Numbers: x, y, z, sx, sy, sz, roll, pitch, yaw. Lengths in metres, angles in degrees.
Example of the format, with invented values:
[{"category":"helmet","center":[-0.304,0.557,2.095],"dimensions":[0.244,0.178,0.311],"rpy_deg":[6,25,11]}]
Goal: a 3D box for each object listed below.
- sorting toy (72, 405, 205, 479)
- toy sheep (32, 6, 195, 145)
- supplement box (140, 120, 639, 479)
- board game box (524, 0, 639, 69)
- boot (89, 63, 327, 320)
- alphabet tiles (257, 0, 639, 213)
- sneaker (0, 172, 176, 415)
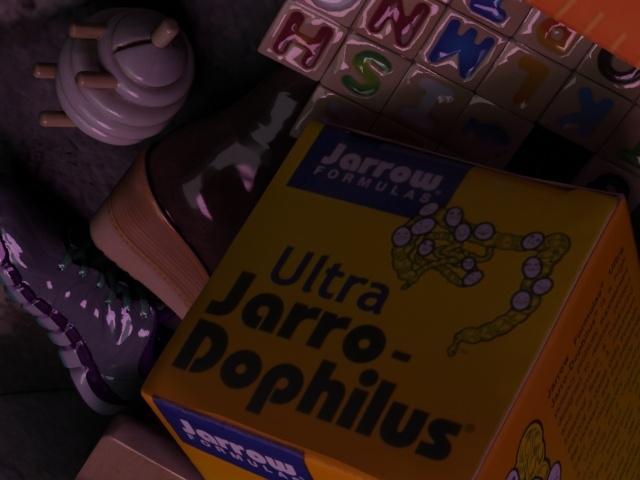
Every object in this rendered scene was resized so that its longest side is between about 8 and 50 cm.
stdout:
[{"category":"sorting toy","center":[-0.075,0.235,1.198],"dimensions":[0.255,0.089,0.257],"rpy_deg":[30,140,-5]},{"category":"toy sheep","center":[-0.121,-0.102,0.941],"dimensions":[0.091,0.091,0.132],"rpy_deg":[41,148,-16]},{"category":"supplement box","center":[0.079,0.128,0.911],"dimensions":[0.194,0.195,0.356],"rpy_deg":[16,151,30]},{"category":"board game box","center":[0.221,-0.242,0.375],"dimensions":[0.356,0.356,0.356],"rpy_deg":[34,134,14]},{"category":"boot","center":[0.000,0.000,0.985],"dimensions":[0.207,0.090,0.248],"rpy_deg":[-33,127,30]},{"category":"alphabet tiles","center":[0.095,-0.097,0.849],"dimensions":[0.237,0.009,0.198],"rpy_deg":[26,125,-11]},{"category":"sneaker","center":[-0.161,0.028,1.111],"dimensions":[0.098,0.083,0.224],"rpy_deg":[-17,129,12]}]
